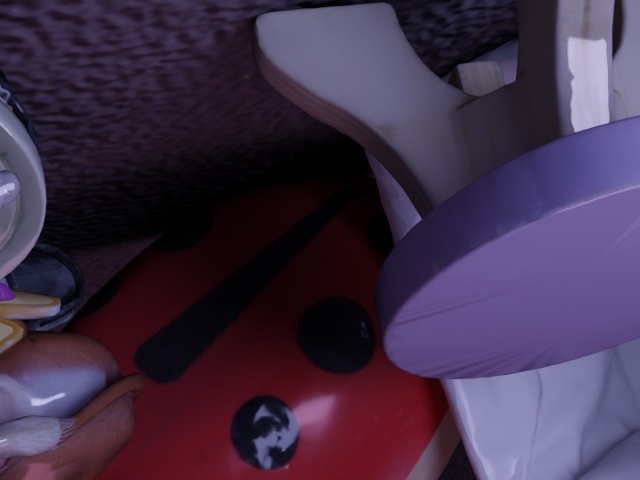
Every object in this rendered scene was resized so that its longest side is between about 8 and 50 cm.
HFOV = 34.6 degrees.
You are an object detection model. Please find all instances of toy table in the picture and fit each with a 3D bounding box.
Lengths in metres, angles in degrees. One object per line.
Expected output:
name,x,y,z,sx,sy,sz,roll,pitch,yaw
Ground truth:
toy table,0.101,-0.044,0.494,0.252,0.161,0.274,-2,159,-19

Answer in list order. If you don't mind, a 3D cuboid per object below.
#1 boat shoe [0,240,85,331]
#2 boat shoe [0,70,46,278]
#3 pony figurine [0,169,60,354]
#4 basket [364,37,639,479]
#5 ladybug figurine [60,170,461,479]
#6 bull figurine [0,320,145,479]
boat shoe,-0.230,0.032,0.617,0.105,0.113,0.306,-25,168,7
boat shoe,-0.273,0.004,0.408,0.340,0.127,0.113,-25,-146,3
pony figurine,-0.265,0.098,0.242,0.303,0.351,0.363,21,178,45
basket,0.263,0.013,0.684,0.328,0.331,0.266,-23,170,34
ladybug figurine,-0.060,0.098,0.750,0.449,0.305,0.162,-46,145,-23
bull figurine,-0.239,0.132,0.513,0.310,0.101,0.188,-32,164,5
